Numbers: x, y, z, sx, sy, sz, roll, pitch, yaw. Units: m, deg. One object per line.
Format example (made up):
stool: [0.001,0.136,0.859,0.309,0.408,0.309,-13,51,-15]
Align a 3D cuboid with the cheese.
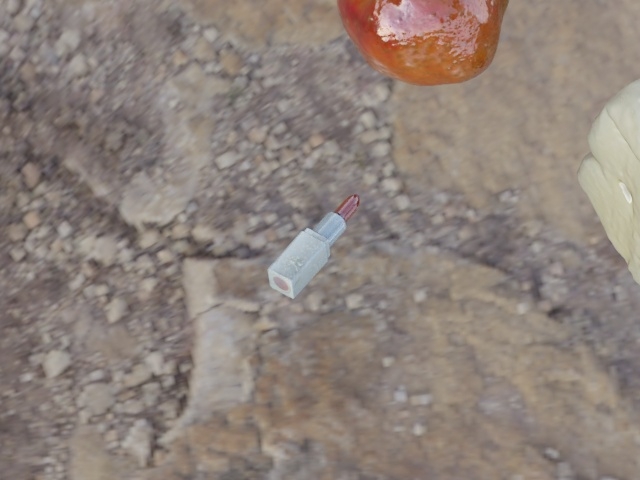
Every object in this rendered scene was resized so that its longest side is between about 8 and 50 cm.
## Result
cheese: [0.351,-0.066,1.731,0.093,0.263,0.159,-29,69,-12]

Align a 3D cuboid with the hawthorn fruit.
hawthorn fruit: [0.103,-0.240,1.666,0.189,0.189,0.189,4,80,-21]

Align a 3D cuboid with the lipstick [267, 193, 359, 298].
lipstick: [0.000,-0.001,1.598,0.030,0.030,0.129,28,59,25]
